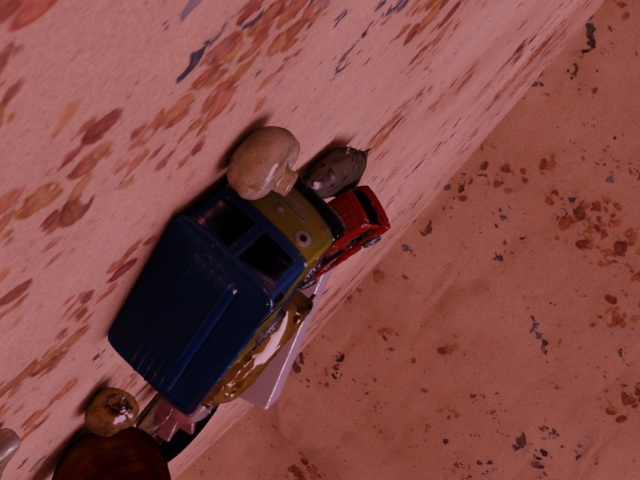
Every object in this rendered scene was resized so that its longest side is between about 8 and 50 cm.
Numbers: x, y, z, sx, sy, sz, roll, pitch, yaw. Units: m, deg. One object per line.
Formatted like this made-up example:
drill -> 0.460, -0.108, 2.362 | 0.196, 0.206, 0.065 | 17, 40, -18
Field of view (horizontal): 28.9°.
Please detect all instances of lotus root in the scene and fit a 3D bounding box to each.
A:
lotus root -> -0.286, 0.233, 1.696 | 0.072, 0.063, 0.152 | -13, 166, -25

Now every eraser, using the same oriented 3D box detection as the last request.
eraser -> -0.061, 0.135, 2.109 | 0.298, 0.076, 0.078 | -67, 170, 16

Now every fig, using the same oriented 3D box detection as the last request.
fig -> -0.341, 0.395, 1.862 | 0.249, 0.186, 0.204 | -40, -167, 5

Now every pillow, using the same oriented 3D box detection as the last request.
pillow -> 0.028, -0.099, 1.747 | 0.093, 0.051, 0.241 | -48, 171, 11

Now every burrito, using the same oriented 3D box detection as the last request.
burrito -> -0.285, 0.300, 2.225 | 0.171, 0.042, 0.051 | -52, 162, 29

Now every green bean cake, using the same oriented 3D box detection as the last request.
green bean cake -> -0.121, 0.141, 1.896 | 0.224, 0.131, 0.229 | -49, 174, 6

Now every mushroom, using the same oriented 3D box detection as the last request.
mushroom -> -0.055, -0.077, 1.264 | 0.084, 0.067, 0.083 | -53, 174, -8

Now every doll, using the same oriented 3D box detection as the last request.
doll -> -0.208, 0.244, 2.112 | 0.211, 0.093, 0.262 | -62, 168, 19

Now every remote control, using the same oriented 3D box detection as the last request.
remote control -> -0.375, 0.254, 1.374 | 0.074, 0.032, 0.122 | -40, 170, -47

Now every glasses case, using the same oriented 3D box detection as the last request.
glasses case -> -0.277, 0.362, 2.475 | 0.122, 0.082, 0.321 | -40, 172, -40

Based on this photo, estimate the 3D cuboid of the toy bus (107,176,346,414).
toy bus -> -0.109, 0.051, 1.392 | 0.175, 0.138, 0.288 | -42, 173, -40

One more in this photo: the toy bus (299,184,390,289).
toy bus -> 0.000, 0.000, 1.781 | 0.195, 0.081, 0.089 | -33, 166, 25
